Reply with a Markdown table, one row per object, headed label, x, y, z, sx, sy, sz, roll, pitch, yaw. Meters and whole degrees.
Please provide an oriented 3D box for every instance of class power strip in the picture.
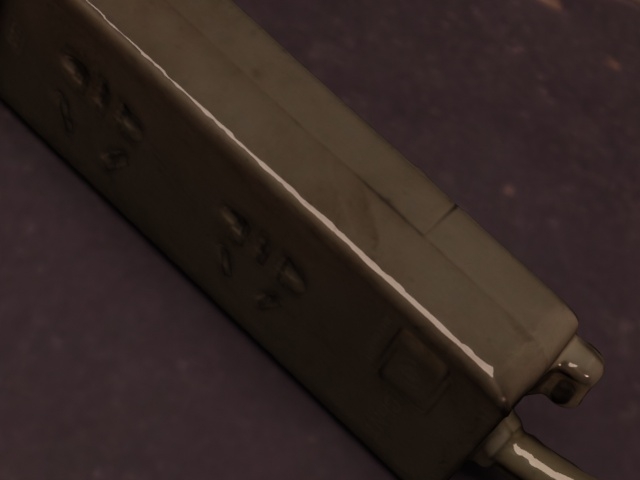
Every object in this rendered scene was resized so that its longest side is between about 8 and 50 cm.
| label | x | y | z | sx | sy | sz | roll | pitch | yaw |
| --- | --- | --- | --- | --- | --- | --- | --- | --- | --- |
| power strip | 0.000 | 0.000 | 0.660 | 0.288 | 0.093 | 0.053 | 43 | 56 | 9 |
